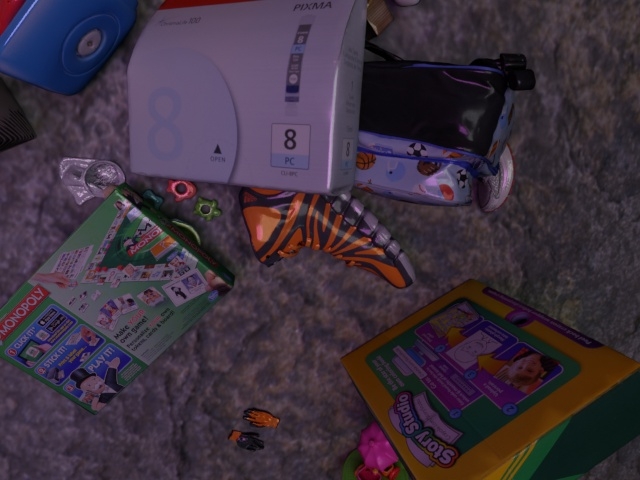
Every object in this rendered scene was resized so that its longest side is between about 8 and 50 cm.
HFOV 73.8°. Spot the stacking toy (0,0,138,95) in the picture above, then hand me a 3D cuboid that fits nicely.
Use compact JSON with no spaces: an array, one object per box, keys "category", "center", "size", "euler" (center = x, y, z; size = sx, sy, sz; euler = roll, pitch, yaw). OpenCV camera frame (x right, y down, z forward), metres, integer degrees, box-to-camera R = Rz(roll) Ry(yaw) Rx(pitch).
[{"category":"stacking toy","center":[-0.393,-0.336,0.505],"size":[0.302,0.175,0.165],"euler":[40,95,-6]}]

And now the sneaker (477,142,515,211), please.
[{"category":"sneaker","center":[0.278,-0.160,0.758],"size":[0.093,0.088,0.225],"euler":[-13,98,-5]}]

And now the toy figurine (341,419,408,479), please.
[{"category":"toy figurine","center":[0.125,0.393,0.795],"size":[0.173,0.130,0.159],"euler":[-24,134,-31]}]

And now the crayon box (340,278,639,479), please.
[{"category":"crayon box","center":[0.237,0.230,0.682],"size":[0.313,0.363,0.106],"euler":[-31,108,-7]}]

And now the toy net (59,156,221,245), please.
[{"category":"toy net","center":[-0.272,-0.064,0.641],"size":[0.232,0.045,0.122],"euler":[33,93,-20]}]

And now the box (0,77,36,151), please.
[{"category":"box","center":[-0.427,-0.131,0.459],"size":[0.113,0.275,0.094],"euler":[-25,110,-8]}]

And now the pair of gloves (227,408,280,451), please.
[{"category":"pair of gloves","center":[-0.124,0.356,0.799],"size":[0.074,0.010,0.083],"euler":[31,94,-20]}]

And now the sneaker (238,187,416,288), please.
[{"category":"sneaker","center":[0.000,0.000,0.704],"size":[0.321,0.124,0.180],"euler":[44,93,-9]}]

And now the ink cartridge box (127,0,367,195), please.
[{"category":"ink cartridge box","center":[-0.101,-0.261,0.527],"size":[0.308,0.091,0.384],"euler":[9,105,24]}]

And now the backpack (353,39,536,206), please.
[{"category":"backpack","center":[0.151,-0.154,0.617],"size":[0.263,0.277,0.213],"euler":[-14,122,-57]}]

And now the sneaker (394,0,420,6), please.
[{"category":"sneaker","center":[0.204,-0.483,0.657],"size":[0.297,0.112,0.131],"euler":[-37,127,-3]}]

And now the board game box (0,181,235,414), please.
[{"category":"board game box","center":[-0.316,0.098,0.638],"size":[0.317,0.046,0.213],"euler":[-42,109,9]}]

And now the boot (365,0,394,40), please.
[{"category":"boot","center":[0.003,-0.335,0.642],"size":[0.152,0.073,0.197],"euler":[45,77,-21]}]
